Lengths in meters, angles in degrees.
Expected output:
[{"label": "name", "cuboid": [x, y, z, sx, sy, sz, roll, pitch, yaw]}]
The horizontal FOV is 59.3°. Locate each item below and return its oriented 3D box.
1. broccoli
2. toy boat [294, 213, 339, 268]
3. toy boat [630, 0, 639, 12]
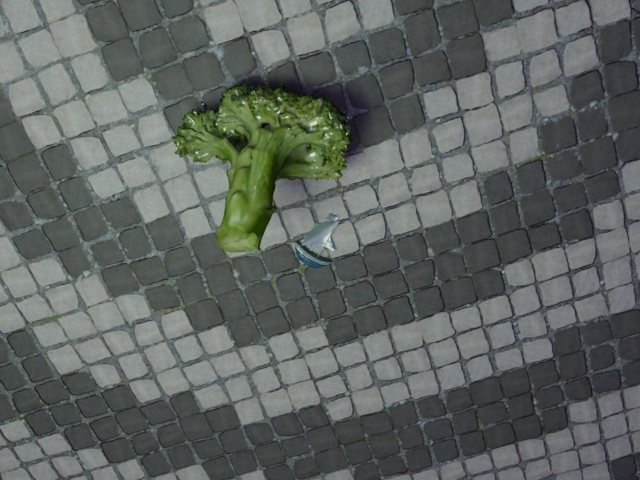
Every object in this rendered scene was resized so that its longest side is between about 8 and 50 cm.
[{"label": "broccoli", "cuboid": [-0.088, -0.164, 1.196, 0.353, 0.397, 0.275, -35, 132, 6]}, {"label": "toy boat", "cuboid": [-0.012, 0.002, 1.432, 0.106, 0.034, 0.149, 8, 111, -6]}, {"label": "toy boat", "cuboid": [0.836, -0.625, 1.204, 0.219, 0.072, 0.318, 17, 112, -4]}]
